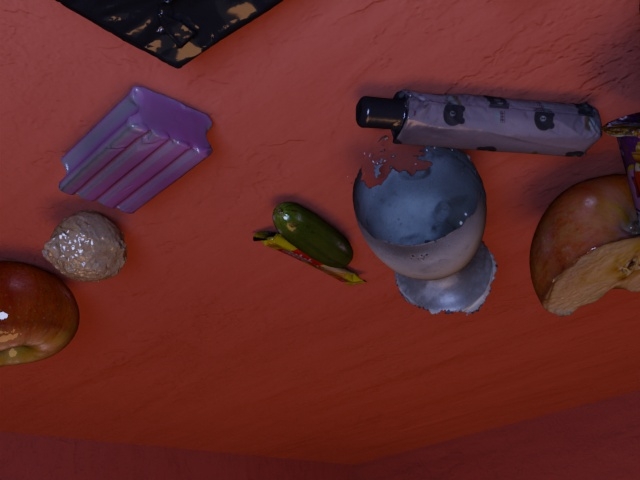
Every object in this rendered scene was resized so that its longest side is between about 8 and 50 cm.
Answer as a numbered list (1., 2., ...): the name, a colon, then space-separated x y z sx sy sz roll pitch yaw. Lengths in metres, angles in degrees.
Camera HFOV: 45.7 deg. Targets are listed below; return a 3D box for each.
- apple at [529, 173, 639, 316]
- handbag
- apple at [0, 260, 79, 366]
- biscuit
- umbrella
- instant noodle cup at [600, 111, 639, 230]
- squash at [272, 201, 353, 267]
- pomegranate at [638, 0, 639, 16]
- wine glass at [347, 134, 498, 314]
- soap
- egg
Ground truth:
1. apple: 0.461 -0.019 1.215 0.293 0.163 0.251 -16 147 -8
2. handbag: -0.123 -0.279 0.683 0.275 0.088 0.244 -26 149 30
3. apple: -0.551 0.126 1.338 0.235 0.173 0.210 4 149 -37
4. biscuit: -0.013 0.035 1.400 0.048 0.026 0.292 0 161 39
5. umbrella: 0.211 -0.156 1.003 0.338 0.067 0.073 2 139 -13
6. instant noodle cup: 0.524 -0.037 0.913 0.340 0.265 0.340 -9 -170 2
7. squash: 0.000 0.000 1.284 0.066 0.066 0.252 -18 152 25
8. pomegranate: 0.420 -0.231 0.670 0.281 0.281 0.281 -4 154 -2
9. wine glass: 0.168 -0.011 1.158 0.191 0.190 0.357 -11 152 13
10. soap: -0.248 -0.114 1.013 0.122 0.065 0.203 20 145 -39
11. egg: -0.366 0.013 1.194 0.118 0.116 0.140 -34 153 -4
